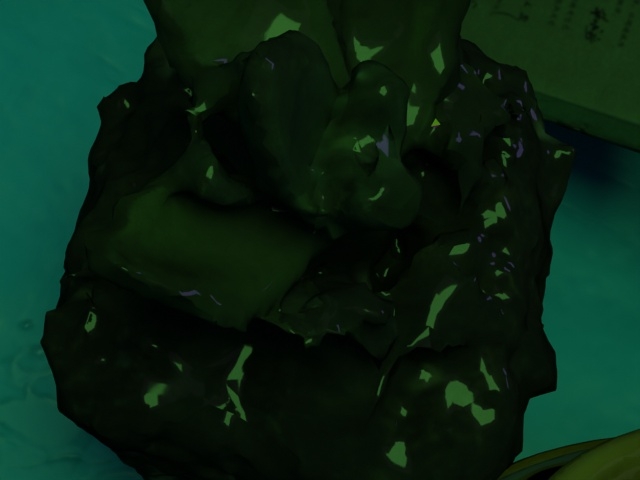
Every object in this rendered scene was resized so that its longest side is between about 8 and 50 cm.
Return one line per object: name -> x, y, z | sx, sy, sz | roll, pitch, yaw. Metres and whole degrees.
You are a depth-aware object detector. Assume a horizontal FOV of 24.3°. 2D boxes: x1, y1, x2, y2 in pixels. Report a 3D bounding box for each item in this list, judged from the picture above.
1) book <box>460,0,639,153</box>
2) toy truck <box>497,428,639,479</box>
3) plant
book -> 0.107, -0.176, 0.775 | 0.283, 0.025, 0.214 | 23, 93, 19
toy truck -> 0.154, 0.198, 0.609 | 0.204, 0.211, 0.288 | -7, 54, -11
plant -> 0.000, 0.000, 0.623 | 0.213, 0.312, 0.215 | 12, 65, -2
